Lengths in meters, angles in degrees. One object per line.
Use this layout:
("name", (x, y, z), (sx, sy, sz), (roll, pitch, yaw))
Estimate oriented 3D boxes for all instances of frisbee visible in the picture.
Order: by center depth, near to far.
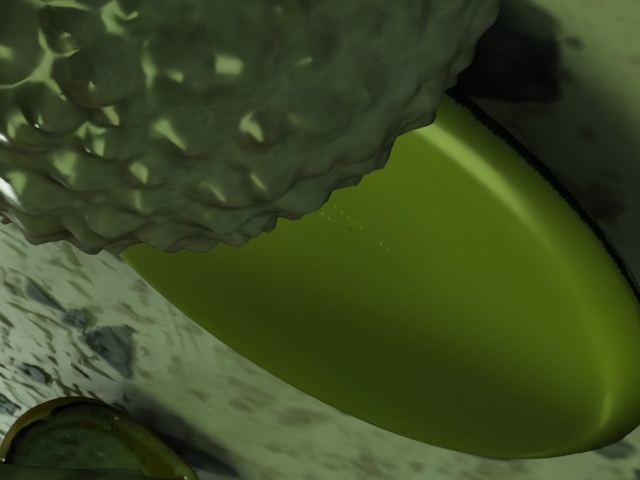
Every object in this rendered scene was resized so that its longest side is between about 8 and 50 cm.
("frisbee", (0.000, 0.000, 0.635), (0.236, 0.017, 0.236), (27, 154, 15))

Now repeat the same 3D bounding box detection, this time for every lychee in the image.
("lychee", (-0.032, -0.077, 0.434), (0.165, 0.165, 0.197), (-8, 172, 42))

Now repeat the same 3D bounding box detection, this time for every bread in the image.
("bread", (-0.091, 0.136, 0.890), (0.157, 0.083, 0.094), (62, 162, -12))

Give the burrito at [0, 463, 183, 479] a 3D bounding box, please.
("burrito", (-0.010, 0.145, 0.612), (0.445, 0.139, 0.101), (4, 171, 9))
